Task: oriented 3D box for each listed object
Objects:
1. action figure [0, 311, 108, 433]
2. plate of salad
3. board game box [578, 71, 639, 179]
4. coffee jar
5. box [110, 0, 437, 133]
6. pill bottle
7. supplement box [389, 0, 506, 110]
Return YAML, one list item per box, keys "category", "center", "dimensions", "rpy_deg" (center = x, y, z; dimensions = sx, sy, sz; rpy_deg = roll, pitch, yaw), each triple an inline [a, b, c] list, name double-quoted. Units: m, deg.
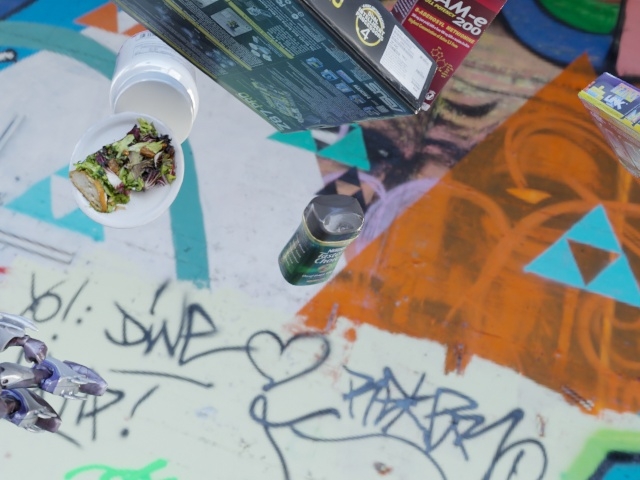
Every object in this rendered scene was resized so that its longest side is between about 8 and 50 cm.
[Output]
- category: "action figure"
  center: [-0.362, 0.167, 0.756]
  dimensions: [0.099, 0.185, 0.285]
  rpy_deg: [36, -4, 16]
- category: "plate of salad"
  center: [-0.323, -0.119, 1.116]
  dimensions: [0.200, 0.199, 0.048]
  rpy_deg: [16, -6, 10]
- category: "board game box"
  center: [0.399, -0.116, 0.821]
  dimensions: [0.048, 0.170, 0.141]
  rpy_deg: [-38, -61, 12]
- category: "coffee jar"
  center: [0.000, 0.000, 1.123]
  dimensions: [0.096, 0.079, 0.184]
  rpy_deg: [-7, -30, -26]
- category: "box"
  center: [-0.082, -0.297, 0.924]
  dimensions: [0.395, 0.097, 0.318]
  rpy_deg: [34, -21, -34]
- category: "pill bottle"
  center: [-0.310, -0.281, 1.276]
  dimensions: [0.161, 0.283, 0.160]
  rpy_deg: [-5, -58, -9]
- category: "supplement box"
  center: [0.181, -0.341, 1.086]
  dimensions: [0.130, 0.073, 0.239]
  rpy_deg: [20, -57, -24]
